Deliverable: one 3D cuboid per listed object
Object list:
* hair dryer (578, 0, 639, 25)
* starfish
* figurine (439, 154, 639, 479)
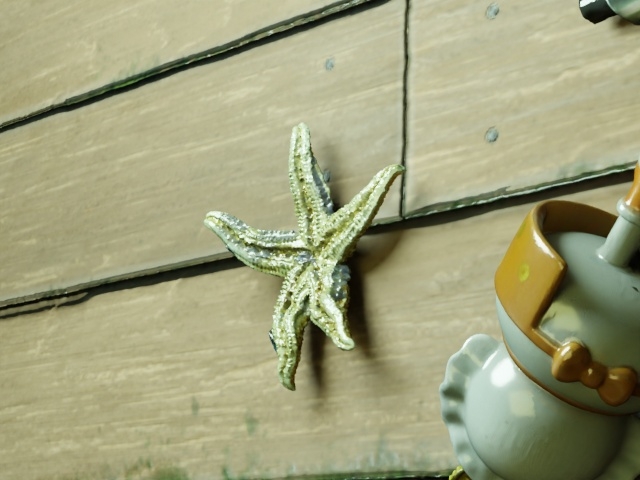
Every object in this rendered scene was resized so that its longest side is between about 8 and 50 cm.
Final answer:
[{"bbox_3d":[0.254,-0.255,0.871,0.284,0.156,0.320,-6,83,34],"label":"hair dryer"},{"bbox_3d":[0.000,0.000,1.122,0.176,0.053,0.208,-39,56,31],"label":"starfish"},{"bbox_3d":[0.153,0.076,0.889,0.143,0.143,0.271,36,103,45],"label":"figurine"}]
